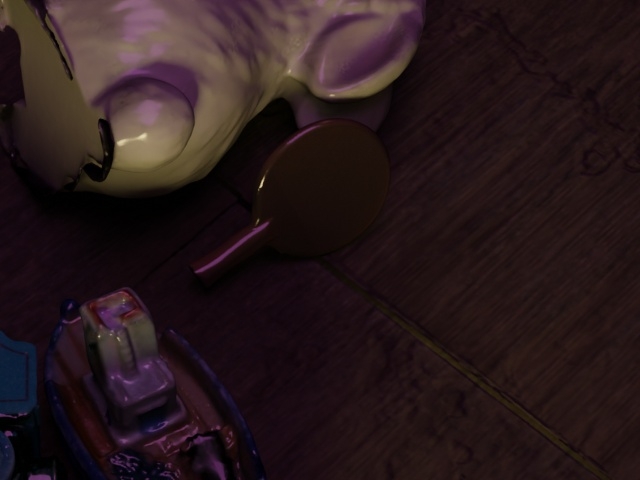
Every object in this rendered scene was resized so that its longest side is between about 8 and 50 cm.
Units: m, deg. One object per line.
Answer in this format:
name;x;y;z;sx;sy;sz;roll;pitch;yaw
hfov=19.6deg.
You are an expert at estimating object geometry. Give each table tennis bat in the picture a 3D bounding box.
table tennis bat;0.000;0.000;1.315;0.170;0.107;0.119;-36;37;-7

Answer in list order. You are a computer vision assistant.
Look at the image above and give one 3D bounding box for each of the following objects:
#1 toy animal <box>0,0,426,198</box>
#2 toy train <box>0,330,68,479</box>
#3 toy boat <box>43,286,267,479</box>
toy animal;-0.062;-0.148;1.396;0.357;0.194;0.258;-17;47;-27
toy train;-0.263;0.136;1.208;0.198;0.107;0.154;-2;47;-7
toy boat;-0.109;0.121;1.223;0.114;0.115;0.262;-24;60;-21
